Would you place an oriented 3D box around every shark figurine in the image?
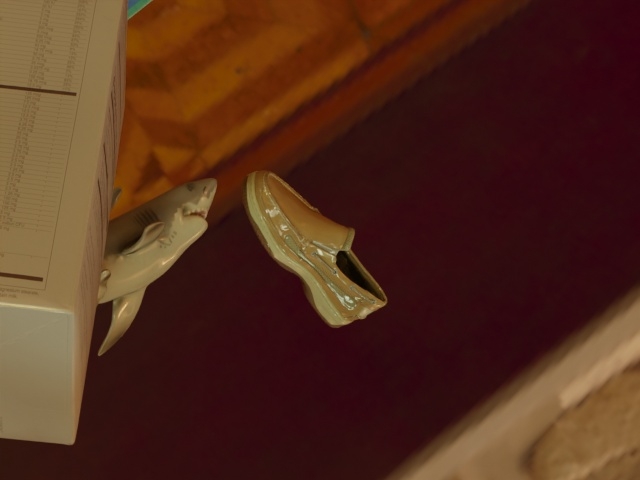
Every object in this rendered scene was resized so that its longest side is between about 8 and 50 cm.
[{"bbox_3d":[-0.198,-0.001,1.378,0.166,0.116,0.278,-56,164,10],"label":"shark figurine"}]

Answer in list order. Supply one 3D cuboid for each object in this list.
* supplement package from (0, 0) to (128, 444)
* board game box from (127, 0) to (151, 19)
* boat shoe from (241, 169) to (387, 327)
[{"bbox_3d":[-0.182,-0.032,0.948,0.139,0.244,0.134,7,144,-3],"label":"supplement package"},{"bbox_3d":[-0.152,-0.273,1.213,0.160,0.047,0.210,-44,121,-24],"label":"board game box"},{"bbox_3d":[0.000,0.000,1.638,0.072,0.068,0.190,-18,129,28],"label":"boat shoe"}]
